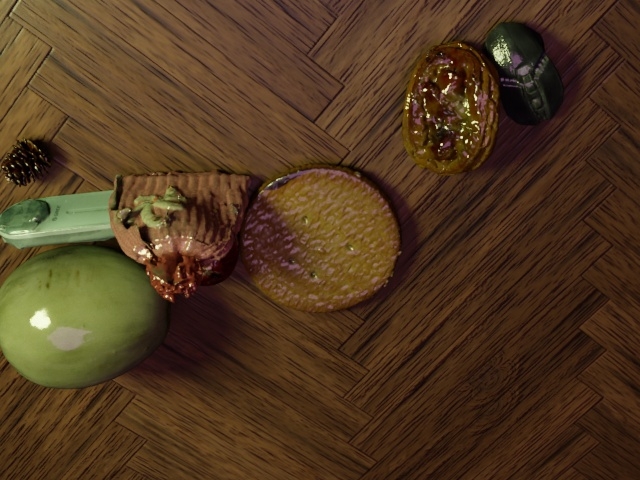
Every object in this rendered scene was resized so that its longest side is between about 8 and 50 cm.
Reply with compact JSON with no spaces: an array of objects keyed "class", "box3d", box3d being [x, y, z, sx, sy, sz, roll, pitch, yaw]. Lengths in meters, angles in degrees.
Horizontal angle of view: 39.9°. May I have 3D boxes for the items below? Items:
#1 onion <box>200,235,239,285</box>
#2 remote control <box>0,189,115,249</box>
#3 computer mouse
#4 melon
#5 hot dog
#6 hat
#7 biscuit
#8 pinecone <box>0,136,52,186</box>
[{"class":"onion","box3d":[-0.205,0.017,1.559,0.131,0.131,0.131,-1,117,-1]},{"class":"remote control","box3d":[-0.436,-0.037,1.532,0.247,0.104,0.052,-5,129,2]},{"class":"computer mouse","box3d":[0.335,-0.272,1.453,0.105,0.062,0.192,-26,114,12]},{"class":"melon","box3d":[-0.417,0.130,1.535,0.307,0.271,0.272,-16,122,-28]},{"class":"hot dog","box3d":[0.218,-0.212,1.460,0.160,0.099,0.227,3,112,15]},{"class":"hat","box3d":[-0.234,-0.025,1.441,0.236,0.286,0.107,-1,136,-1]},{"class":"biscuit","box3d":[0.000,0.000,1.598,0.305,0.038,0.305,0,117,0]},{"class":"pinecone","box3d":[-0.499,-0.130,1.495,0.077,0.077,0.083,42,69,-20]}]
